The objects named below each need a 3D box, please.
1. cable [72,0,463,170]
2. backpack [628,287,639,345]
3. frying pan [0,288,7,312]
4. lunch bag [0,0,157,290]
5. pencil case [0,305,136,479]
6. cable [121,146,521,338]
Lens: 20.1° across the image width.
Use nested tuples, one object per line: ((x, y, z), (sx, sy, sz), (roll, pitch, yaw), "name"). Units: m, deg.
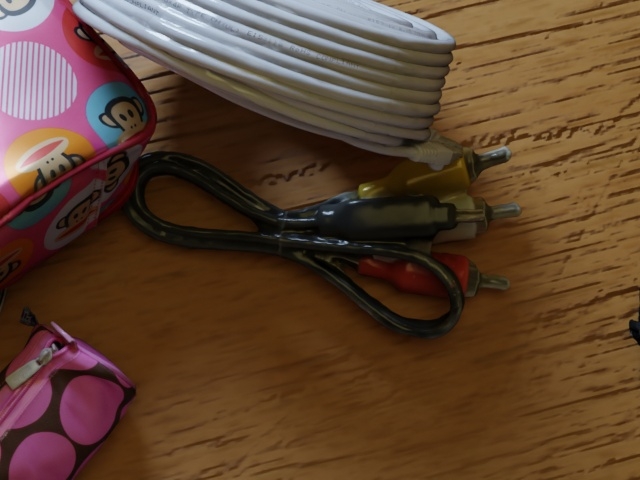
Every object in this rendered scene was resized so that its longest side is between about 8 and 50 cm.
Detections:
((-0.035, -0.142, 1.221), (0.257, 0.257, 0.089), (29, 102, 31), "cable")
((0.381, 0.006, 1.220), (0.213, 0.276, 0.263), (36, 68, 0), "backpack")
((-0.301, -0.042, 1.280), (0.197, 0.053, 0.326), (17, 77, -2), "frying pan")
((-0.286, -0.079, 1.204), (0.293, 0.120, 0.258), (-36, 77, -29), "lunch bag")
((-0.218, 0.153, 1.203), (0.095, 0.098, 0.209), (30, 74, 12), "pencil case")
((0.000, 0.000, 1.301), (0.287, 0.072, 0.139), (0, 89, 8), "cable")
